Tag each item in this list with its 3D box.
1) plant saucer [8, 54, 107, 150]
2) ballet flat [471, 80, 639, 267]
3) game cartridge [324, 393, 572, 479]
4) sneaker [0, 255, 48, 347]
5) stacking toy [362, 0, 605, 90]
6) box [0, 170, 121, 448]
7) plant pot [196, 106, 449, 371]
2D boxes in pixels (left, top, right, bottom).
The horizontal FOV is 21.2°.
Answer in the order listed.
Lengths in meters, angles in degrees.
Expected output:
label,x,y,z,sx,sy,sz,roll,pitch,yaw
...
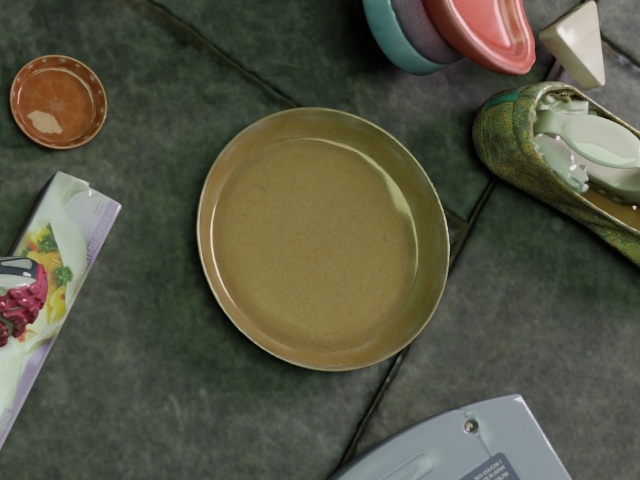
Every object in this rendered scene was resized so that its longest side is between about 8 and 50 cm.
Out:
label,x,y,z,sx,sy,sz,roll,pitch,yaw
plant saucer,-0.223,-0.116,1.453,0.083,0.013,0.083,5,75,-19
ballet flat,0.305,-0.045,1.586,0.348,0.123,0.123,28,68,-13
game cartridge,0.090,0.263,1.458,0.294,0.060,0.196,-30,92,-25
sneaker,-0.354,0.025,1.278,0.299,0.121,0.112,1,63,-2
stacking toy,0.141,-0.278,1.607,0.279,0.130,0.309,21,64,-44
box,-0.258,0.098,1.357,0.063,0.067,0.324,29,69,-12
plant pot,0.000,0.000,1.501,0.236,0.032,0.236,5,76,-20
